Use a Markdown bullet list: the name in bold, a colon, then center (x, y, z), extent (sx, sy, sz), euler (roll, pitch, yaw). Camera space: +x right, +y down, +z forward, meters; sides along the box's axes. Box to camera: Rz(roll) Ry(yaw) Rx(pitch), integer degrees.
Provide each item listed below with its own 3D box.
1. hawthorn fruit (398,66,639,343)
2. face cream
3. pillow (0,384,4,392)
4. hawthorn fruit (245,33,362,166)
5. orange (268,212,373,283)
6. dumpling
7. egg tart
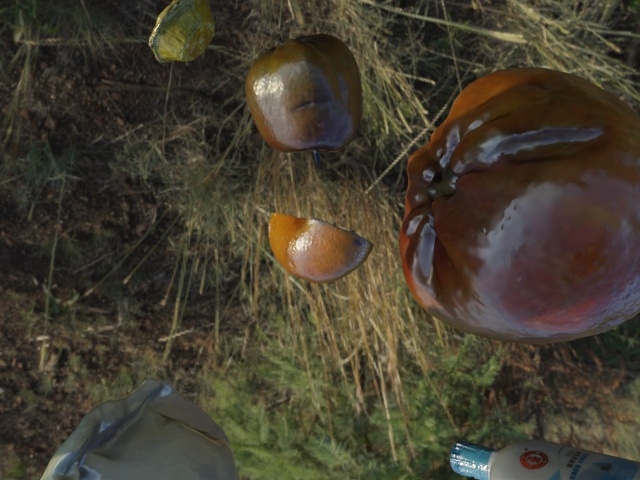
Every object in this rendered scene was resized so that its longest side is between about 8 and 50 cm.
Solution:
- **hawthorn fruit**: center (0.236, -0.020, 0.561), extent (0.298, 0.276, 0.277), euler (21, 132, -18)
- **face cream**: center (0.383, 0.409, 0.944), extent (0.337, 0.163, 0.080), euler (-3, 110, 46)
- **pillow**: center (-0.536, 0.161, 0.751), extent (0.233, 0.038, 0.130), euler (2, 143, 29)
- **hawthorn fruit**: center (-0.027, -0.315, 1.275), extent (0.268, 0.267, 0.300), euler (-16, 116, 8)
- **orange**: center (-0.002, 0.001, 1.581), extent (0.310, 0.274, 0.274), euler (-22, 139, 31)
- **dumpling**: center (-0.134, 0.185, 0.433), extent (0.124, 0.151, 0.229), euler (-19, 162, 20)
- **egg tart**: center (-0.163, -0.256, 0.679), extent (0.039, 0.105, 0.105), euler (42, 128, 3)
